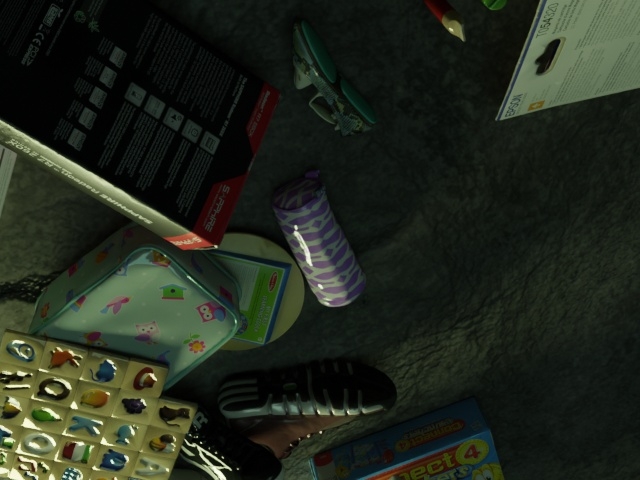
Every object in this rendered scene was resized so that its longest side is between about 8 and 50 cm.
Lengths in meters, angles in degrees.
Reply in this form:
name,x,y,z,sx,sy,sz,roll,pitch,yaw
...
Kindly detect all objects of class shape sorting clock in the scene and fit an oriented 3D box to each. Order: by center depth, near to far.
name,x,y,z,sx,sy,sz,roll,pitch,yaw
shape sorting clock,-0.126,0.076,1.573,0.206,0.040,0.206,0,120,0

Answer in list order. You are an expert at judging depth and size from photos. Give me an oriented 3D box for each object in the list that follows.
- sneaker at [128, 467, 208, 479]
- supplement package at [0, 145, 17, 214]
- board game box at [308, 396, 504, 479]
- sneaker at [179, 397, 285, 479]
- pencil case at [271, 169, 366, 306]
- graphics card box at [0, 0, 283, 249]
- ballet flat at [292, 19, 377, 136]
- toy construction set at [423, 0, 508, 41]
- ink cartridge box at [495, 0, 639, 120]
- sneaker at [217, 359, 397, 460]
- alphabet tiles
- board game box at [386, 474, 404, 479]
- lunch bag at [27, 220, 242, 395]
name,x,y,z,sx,sy,sz,roll,pitch,yaw
sneaker,-0.315,0.375,1.676,0.305,0.114,0.152,5,112,-21
supplement package,-0.499,-0.125,1.296,0.244,0.134,0.139,13,118,-21
board game box,0.172,0.454,1.863,0.308,0.086,0.302,-21,125,0
sneaker,-0.159,0.308,1.623,0.079,0.216,0.121,-50,135,-31
pencil case,0.000,0.000,1.535,0.086,0.088,0.206,3,132,32
graphics card box,-0.245,-0.172,1.282,0.371,0.094,0.233,32,70,-30
ballet flat,0.002,-0.206,1.414,0.070,0.070,0.188,-34,120,9
toy construction set,0.214,-0.380,1.245,0.257,0.237,0.309,4,121,-16
ink cartridge box,0.395,-0.285,1.354,0.330,0.072,0.324,-12,160,-6
sneaker,-0.020,0.285,1.709,0.281,0.106,0.163,-1,128,-1
alphabet tiles,-0.363,0.257,1.527,0.342,0.011,0.285,15,123,-12
board game box,0.146,0.561,1.815,0.224,0.097,0.303,-40,121,14
lunch bag,-0.260,0.112,1.505,0.279,0.108,0.224,-37,121,20
